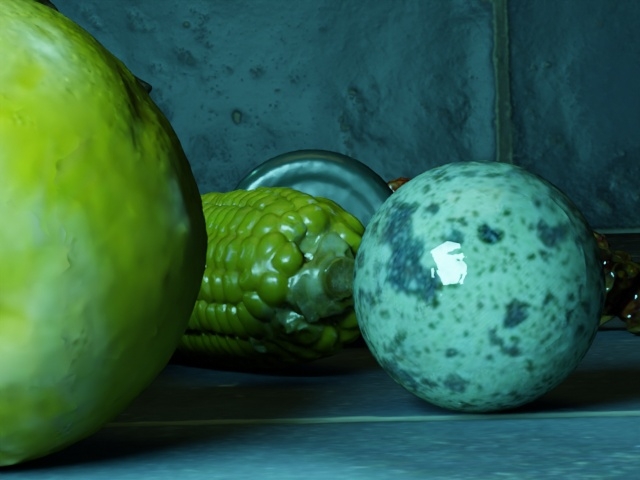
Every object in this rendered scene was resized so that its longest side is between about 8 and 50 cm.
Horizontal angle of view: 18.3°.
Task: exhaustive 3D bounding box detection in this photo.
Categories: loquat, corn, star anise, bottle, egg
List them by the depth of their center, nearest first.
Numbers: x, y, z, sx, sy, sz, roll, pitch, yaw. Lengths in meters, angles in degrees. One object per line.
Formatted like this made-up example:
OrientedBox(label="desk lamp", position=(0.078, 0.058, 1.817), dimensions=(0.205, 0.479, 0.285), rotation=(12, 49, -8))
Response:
OrientedBox(label="loquat", position=(-0.163, -0.011, 0.911), dimensions=(0.244, 0.244, 0.244), rotation=(-1, 2, 0))
OrientedBox(label="egg", position=(0.083, 0.026, 1.055), dimensions=(0.132, 0.132, 0.172), rotation=(-1, -8, 1))
OrientedBox(label="corn", position=(-0.080, 0.024, 1.350), dimensions=(0.120, 0.120, 0.363), rotation=(-3, 3, -33))
OrientedBox(label="star anise", position=(0.226, 0.039, 1.532), dimensions=(0.097, 0.070, 0.190), rotation=(26, 6, 9))
OrientedBox(label="bottle", position=(0.000, 0.000, 1.599), dimensions=(0.144, 0.144, 0.336), rotation=(-1, 2, 2))

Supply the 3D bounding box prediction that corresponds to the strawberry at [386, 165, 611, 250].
OrientedBox(label="strawberry", position=(0.137, 0.017, 1.792), dimensions=(0.236, 0.107, 0.175), rotation=(1, -35, 15))
